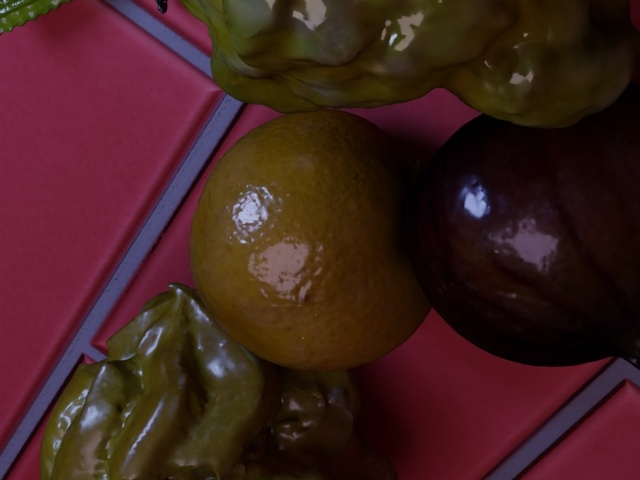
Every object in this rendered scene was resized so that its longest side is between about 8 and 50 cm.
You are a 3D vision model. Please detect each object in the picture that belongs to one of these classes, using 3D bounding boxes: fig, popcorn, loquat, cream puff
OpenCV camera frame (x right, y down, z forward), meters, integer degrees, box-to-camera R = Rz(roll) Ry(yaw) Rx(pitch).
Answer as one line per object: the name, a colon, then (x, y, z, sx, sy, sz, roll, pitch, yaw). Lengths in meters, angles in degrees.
fig: (0.175, -0.004, 1.122, 0.235, 0.235, 0.214, -8, 87, 32)
popcorn: (0.050, -0.229, 0.974, 0.292, 0.293, 0.334, 28, 141, 35)
loquat: (0.000, 0.000, 1.238, 0.208, 0.208, 0.208, 14, 130, 18)
cream puff: (-0.081, 0.171, 1.406, 0.324, 0.257, 0.291, 9, 179, -25)

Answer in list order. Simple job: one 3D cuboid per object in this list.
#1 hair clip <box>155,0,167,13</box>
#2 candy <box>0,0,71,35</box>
hair clip: (-0.140, -0.253, 1.219, 0.049, 0.049, 0.173, 5, 128, 25)
candy: (-0.292, -0.283, 1.261, 0.149, 0.069, 0.246, -23, 107, 33)
